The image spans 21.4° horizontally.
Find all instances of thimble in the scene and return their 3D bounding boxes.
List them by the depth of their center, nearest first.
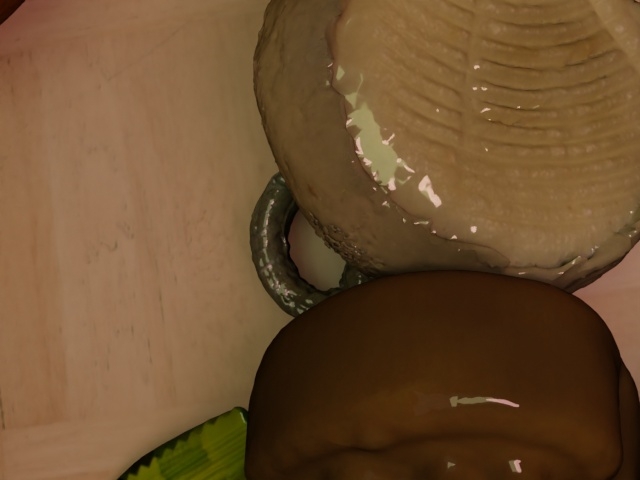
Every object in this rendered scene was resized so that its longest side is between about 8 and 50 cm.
[{"bbox_3d":[0.000,0.000,1.070,0.084,0.062,0.110,-9,85,6],"label":"thimble"}]

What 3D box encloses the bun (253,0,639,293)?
[{"bbox_3d":[0.074,-0.072,1.002,0.259,0.152,0.259,8,73,-25],"label":"bun"}]

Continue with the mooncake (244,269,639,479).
[{"bbox_3d":[0.066,0.111,0.964,0.234,0.235,0.117,-2,63,9],"label":"mooncake"}]

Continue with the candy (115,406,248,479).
[{"bbox_3d":[-0.042,0.236,1.046,0.149,0.069,0.246,-35,86,31],"label":"candy"}]

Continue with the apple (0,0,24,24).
[{"bbox_3d":[-0.260,-0.223,1.051,0.211,0.211,0.188,34,85,10],"label":"apple"}]
